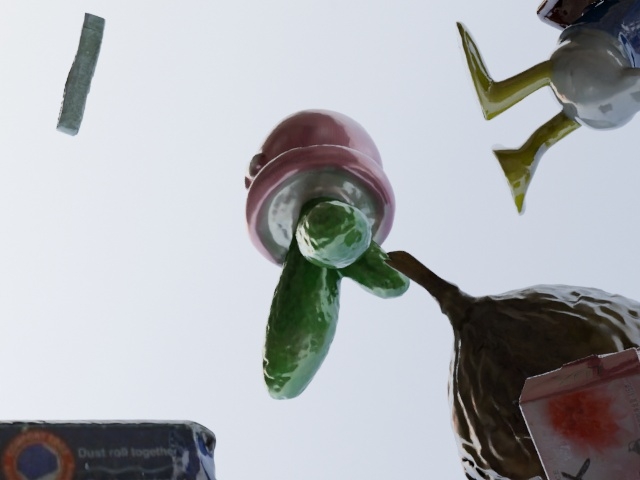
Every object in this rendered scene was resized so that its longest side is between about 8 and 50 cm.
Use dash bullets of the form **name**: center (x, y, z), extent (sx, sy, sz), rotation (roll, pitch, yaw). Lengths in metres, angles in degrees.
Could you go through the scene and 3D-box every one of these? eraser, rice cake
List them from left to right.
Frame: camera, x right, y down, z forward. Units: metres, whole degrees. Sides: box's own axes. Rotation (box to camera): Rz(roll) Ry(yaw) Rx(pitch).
- **eraser**: center (-0.265, 0.234, 0.949), extent (0.155, 0.332, 0.101), rotation (-45, -132, 45)
- **rice cake**: center (-0.312, -0.218, 1.329), extent (0.029, 0.033, 0.170), rotation (-22, -126, 64)

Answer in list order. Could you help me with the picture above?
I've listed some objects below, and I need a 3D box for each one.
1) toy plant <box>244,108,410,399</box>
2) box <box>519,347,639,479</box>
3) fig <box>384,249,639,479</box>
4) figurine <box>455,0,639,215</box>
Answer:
- **toy plant**: center (-0.004, -0.004, 1.402), extent (0.356, 0.211, 0.317), rotation (-103, -153, -49)
- **box**: center (0.242, 0.175, 0.856), extent (0.111, 0.156, 0.060), rotation (-20, -173, 23)
- **fig**: center (0.213, 0.140, 1.160), extent (0.286, 0.369, 0.286), rotation (-56, -179, 2)
- **figurine**: center (0.315, -0.206, 1.004), extent (0.338, 0.204, 0.283), rotation (-17, -144, 16)
